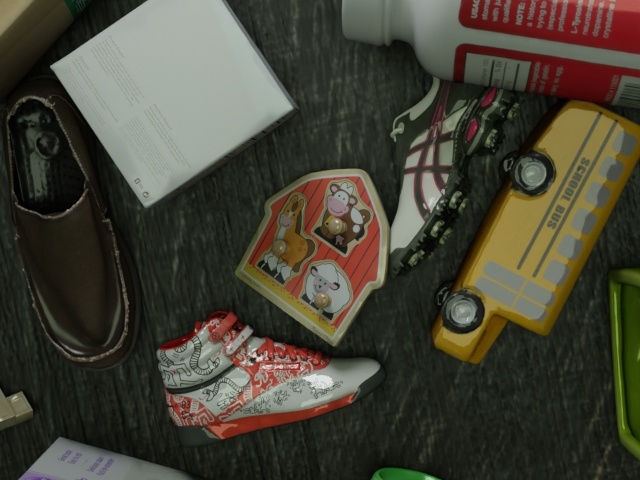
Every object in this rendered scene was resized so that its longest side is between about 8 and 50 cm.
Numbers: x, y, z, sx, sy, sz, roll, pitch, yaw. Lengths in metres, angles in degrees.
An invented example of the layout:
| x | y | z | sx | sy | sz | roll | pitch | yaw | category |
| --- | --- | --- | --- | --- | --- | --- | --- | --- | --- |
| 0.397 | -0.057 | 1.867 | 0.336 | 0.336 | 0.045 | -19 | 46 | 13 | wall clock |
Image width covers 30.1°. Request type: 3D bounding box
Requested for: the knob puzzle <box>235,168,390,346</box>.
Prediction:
| x | y | z | sx | sy | sz | roll | pitch | yaw | category |
| --- | --- | --- | --- | --- | --- | --- | --- | --- | --- |
| 0.000 | 0.000 | 1.408 | 0.213 | 0.030 | 0.213 | -5 | 80 | 29 | knob puzzle |

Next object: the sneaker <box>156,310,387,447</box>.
| x | y | z | sx | sy | sz | roll | pitch | yaw | category |
| --- | --- | --- | --- | --- | --- | --- | --- | --- | --- |
| -0.065 | 0.147 | 1.438 | 0.270 | 0.090 | 0.145 | -17 | 97 | 6 | sneaker |

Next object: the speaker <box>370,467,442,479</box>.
| x | y | z | sx | sy | sz | roll | pitch | yaw | category |
| --- | --- | --- | --- | --- | --- | --- | --- | --- | --- |
| 0.082 | 0.434 | 1.442 | 0.131 | 0.131 | 0.297 | 14 | 95 | 1 | speaker |

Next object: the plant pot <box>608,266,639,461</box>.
| x | y | z | sx | sy | sz | roll | pitch | yaw | category |
| --- | --- | --- | --- | --- | --- | --- | --- | --- | --- |
| 0.464 | 0.143 | 1.357 | 0.207 | 0.227 | 0.228 | -4 | 95 | -3 | plant pot |

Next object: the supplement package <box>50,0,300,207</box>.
| x | y | z | sx | sy | sz | roll | pitch | yaw | category |
| --- | --- | --- | --- | --- | --- | --- | --- | --- | --- |
| -0.162 | -0.174 | 1.383 | 0.203 | 0.149 | 0.194 | -33 | 93 | 5 | supplement package |

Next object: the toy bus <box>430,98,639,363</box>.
| x | y | z | sx | sy | sz | roll | pitch | yaw | category |
| --- | --- | --- | --- | --- | --- | --- | --- | --- | --- |
| 0.249 | -0.006 | 1.405 | 0.130 | 0.108 | 0.333 | 26 | 95 | -2 | toy bus |

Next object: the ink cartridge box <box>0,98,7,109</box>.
| x | y | z | sx | sy | sz | roll | pitch | yaw | category |
| --- | --- | --- | --- | --- | --- | --- | --- | --- | --- |
| -0.417 | -0.194 | 1.441 | 0.028 | 0.048 | 0.083 | -31 | 94 | 4 | ink cartridge box |

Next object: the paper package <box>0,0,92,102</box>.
| x | y | z | sx | sy | sz | roll | pitch | yaw | category |
| --- | --- | --- | --- | --- | --- | --- | --- | --- | --- |
| -0.393 | -0.367 | 1.343 | 0.309 | 0.168 | 0.325 | 41 | 85 | -2 | paper package |

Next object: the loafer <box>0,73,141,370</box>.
| x | y | z | sx | sy | sz | roll | pitch | yaw | category |
| --- | --- | --- | --- | --- | --- | --- | --- | --- | --- |
| -0.315 | -0.015 | 1.413 | 0.133 | 0.130 | 0.366 | -15 | 94 | 3 | loafer |

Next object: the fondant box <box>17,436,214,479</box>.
| x | y | z | sx | sy | sz | roll | pitch | yaw | category |
| --- | --- | --- | --- | --- | --- | --- | --- | --- | --- |
| -0.189 | 0.345 | 1.386 | 0.330 | 0.238 | 0.096 | 15 | 96 | 1 | fondant box |

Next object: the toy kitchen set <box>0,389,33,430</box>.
| x | y | z | sx | sy | sz | roll | pitch | yaw | category |
| --- | --- | --- | --- | --- | --- | --- | --- | --- | --- |
| -0.413 | 0.225 | 1.493 | 0.083 | 0.075 | 0.068 | -20 | 52 | -28 | toy kitchen set |

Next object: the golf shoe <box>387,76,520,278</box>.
| x | y | z | sx | sy | sz | roll | pitch | yaw | category |
| --- | --- | --- | --- | --- | --- | --- | --- | --- | --- |
| 0.130 | -0.086 | 1.418 | 0.120 | 0.105 | 0.273 | 28 | 89 | 15 | golf shoe |

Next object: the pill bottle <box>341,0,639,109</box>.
| x | y | z | sx | sy | sz | roll | pitch | yaw | category |
| --- | --- | --- | --- | --- | --- | --- | --- | --- | --- |
| 0.238 | -0.275 | 1.299 | 0.407 | 0.229 | 0.229 | 10 | 95 | 7 | pill bottle |
